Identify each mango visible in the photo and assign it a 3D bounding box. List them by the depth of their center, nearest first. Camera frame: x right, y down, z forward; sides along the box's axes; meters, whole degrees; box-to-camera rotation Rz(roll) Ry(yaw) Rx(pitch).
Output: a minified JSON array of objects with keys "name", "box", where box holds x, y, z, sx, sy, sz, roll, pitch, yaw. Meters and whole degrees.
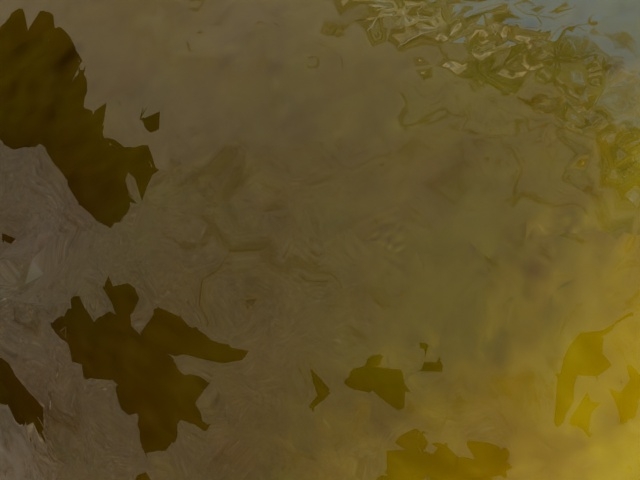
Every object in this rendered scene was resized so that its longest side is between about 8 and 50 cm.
[{"name":"mango","box":[0.000,0.000,0.519,0.221,0.301,0.445,15,-9,-40]}]
